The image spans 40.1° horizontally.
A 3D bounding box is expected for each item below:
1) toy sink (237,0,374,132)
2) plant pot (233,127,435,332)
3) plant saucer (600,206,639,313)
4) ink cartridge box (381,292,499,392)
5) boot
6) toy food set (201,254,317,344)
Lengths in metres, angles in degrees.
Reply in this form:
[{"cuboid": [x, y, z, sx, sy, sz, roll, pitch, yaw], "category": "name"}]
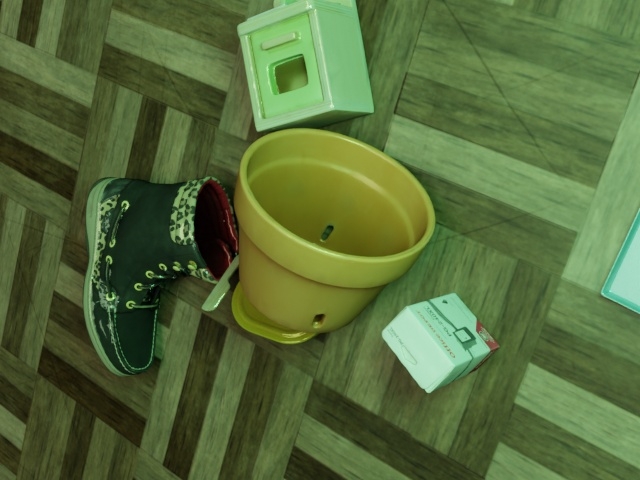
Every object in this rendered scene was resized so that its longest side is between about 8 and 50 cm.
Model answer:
[{"cuboid": [-0.029, -0.297, 1.367, 0.153, 0.131, 0.234, -10, 89, 35], "category": "toy sink"}, {"cuboid": [0.000, 0.000, 1.307, 0.291, 0.291, 0.203, 42, 133, 24], "category": "plant pot"}, {"cuboid": [0.435, 0.000, 1.143, 0.067, 0.018, 0.192, 29, 110, 29], "category": "plant saucer"}, {"cuboid": [0.173, 0.143, 1.257, 0.109, 0.150, 0.063, 52, 120, 19], "category": "ink cartridge box"}, {"cuboid": [-0.287, 0.062, 1.586, 0.284, 0.138, 0.377, -4, 87, 35], "category": "boot"}, {"cuboid": [-0.074, 0.110, 1.482, 0.218, 0.071, 0.128, 18, 71, 26], "category": "toy food set"}]
